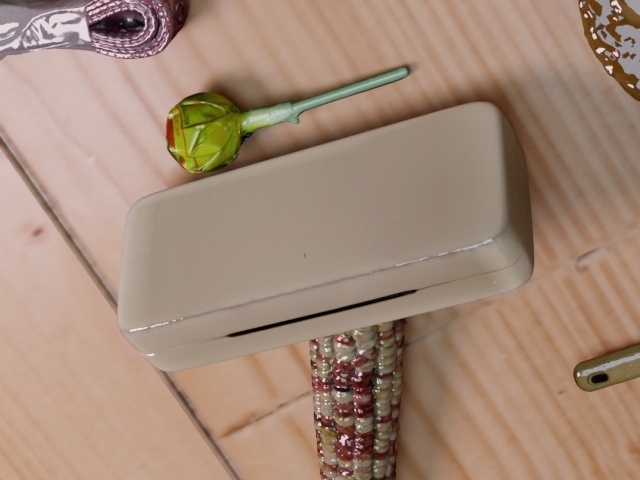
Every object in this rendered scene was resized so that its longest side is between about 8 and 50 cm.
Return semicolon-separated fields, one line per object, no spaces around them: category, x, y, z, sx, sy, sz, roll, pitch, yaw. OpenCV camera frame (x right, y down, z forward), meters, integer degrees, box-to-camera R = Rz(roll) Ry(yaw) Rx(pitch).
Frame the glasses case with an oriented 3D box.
glasses case;0.000;0.000;1.150;0.312;0.131;0.070;-15;143;20

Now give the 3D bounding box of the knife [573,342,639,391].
knife;0.334;0.068;1.157;0.297;0.017;0.047;-20;108;18

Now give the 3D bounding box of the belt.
belt;-0.214;-0.167;1.186;0.232;0.053;0.071;-5;119;17

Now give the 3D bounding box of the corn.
corn;0.032;0.129;1.235;0.079;0.079;0.237;3;115;14

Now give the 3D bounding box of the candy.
candy;-0.026;-0.099;1.170;0.194;0.058;0.062;-15;97;12

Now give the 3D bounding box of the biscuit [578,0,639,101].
biscuit;0.311;-0.194;1.017;0.296;0.075;0.296;6;110;17
